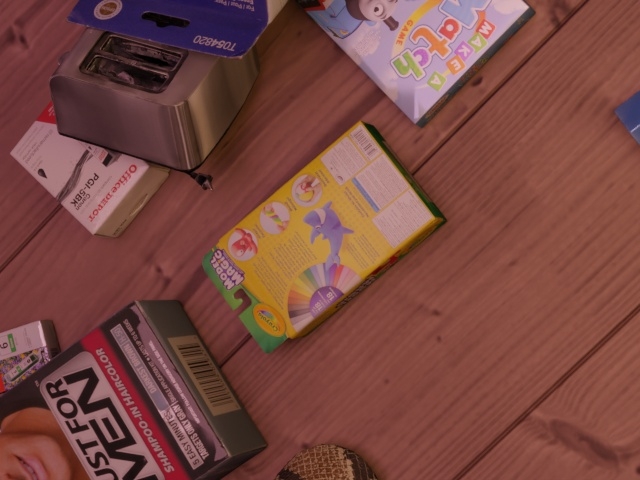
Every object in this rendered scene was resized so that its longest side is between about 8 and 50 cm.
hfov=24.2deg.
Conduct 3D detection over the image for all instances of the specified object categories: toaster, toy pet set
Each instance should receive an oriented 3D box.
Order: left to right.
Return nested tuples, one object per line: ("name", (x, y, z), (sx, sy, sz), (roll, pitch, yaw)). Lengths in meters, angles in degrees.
("toaster", (-0.158, -0.165, 1.486), (0.186, 0.110, 0.168), (18, 57, 18))
("toy pet set", (0.331, -0.138, 1.382), (0.114, 0.065, 0.122), (-38, 77, 13))

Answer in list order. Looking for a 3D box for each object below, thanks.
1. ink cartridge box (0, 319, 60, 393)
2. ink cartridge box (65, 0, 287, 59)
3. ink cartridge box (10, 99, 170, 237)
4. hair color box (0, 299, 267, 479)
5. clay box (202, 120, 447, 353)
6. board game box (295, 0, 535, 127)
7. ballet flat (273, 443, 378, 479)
("ink cartridge box", (-0.336, 0.131, 1.606), (0.115, 0.029, 0.062), (-18, 83, 16))
("ink cartridge box", (-0.113, -0.283, 1.456), (0.223, 0.045, 0.224), (15, 56, 28))
("ink cartridge box", (-0.242, -0.082, 1.569), (0.135, 0.056, 0.099), (42, 100, 15))
("hair color box", (-0.264, 0.238, 1.536), (0.374, 0.113, 0.185), (-36, 78, 14))
("clay box", (0.000, 0.000, 1.490), (0.222, 0.053, 0.127), (-39, 77, 14))
("board game box", (0.082, -0.242, 1.480), (0.160, 0.039, 0.211), (-46, 77, 11))
("ballet flat", (-0.050, 0.438, 1.423), (0.164, 0.182, 0.482), (16, 93, 19))
